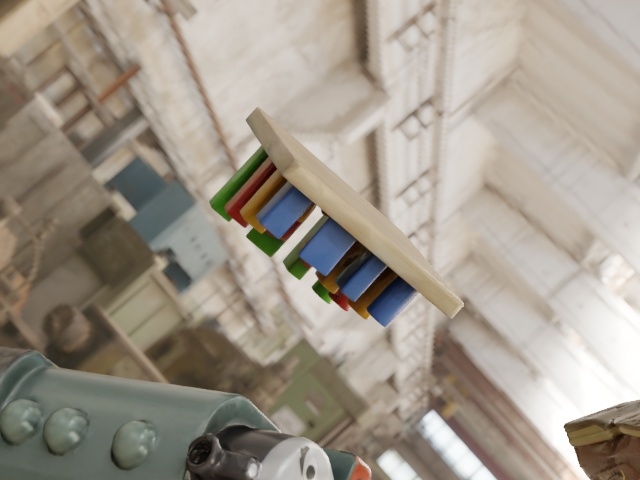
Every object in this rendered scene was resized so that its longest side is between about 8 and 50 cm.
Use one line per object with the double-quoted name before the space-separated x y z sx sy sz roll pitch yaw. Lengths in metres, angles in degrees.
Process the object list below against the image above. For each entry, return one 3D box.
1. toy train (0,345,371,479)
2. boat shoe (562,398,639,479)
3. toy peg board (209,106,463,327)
"toy train" -0.111 0.152 0.756 0.334 0.142 0.190 5 -31 36
"boat shoe" 0.200 0.125 0.739 0.178 0.064 0.060 137 -64 -75
"toy peg board" 0.000 0.000 0.904 0.161 0.079 0.160 40 7 -21
